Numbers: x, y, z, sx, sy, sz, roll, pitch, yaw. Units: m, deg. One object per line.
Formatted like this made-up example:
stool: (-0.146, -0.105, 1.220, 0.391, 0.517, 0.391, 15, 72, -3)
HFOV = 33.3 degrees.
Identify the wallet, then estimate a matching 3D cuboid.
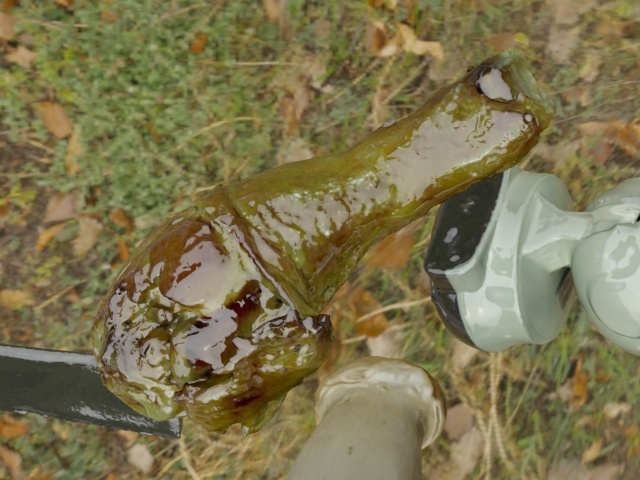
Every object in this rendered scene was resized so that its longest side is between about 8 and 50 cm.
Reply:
wallet: (-0.278, 0.168, 1.233, 0.244, 0.025, 0.124, 8, 135, 5)

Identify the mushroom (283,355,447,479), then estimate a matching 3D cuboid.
mushroom: (0.012, 0.272, 0.876, 0.137, 0.407, 0.154, -14, 120, 32)

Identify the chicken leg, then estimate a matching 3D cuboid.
chicken leg: (-0.010, 0.004, 0.707, 0.361, 0.211, 0.140, -33, 117, 18)

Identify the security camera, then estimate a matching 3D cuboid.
security camera: (0.266, 0.020, 1.048, 0.277, 0.197, 0.191, 1, 144, 34)
